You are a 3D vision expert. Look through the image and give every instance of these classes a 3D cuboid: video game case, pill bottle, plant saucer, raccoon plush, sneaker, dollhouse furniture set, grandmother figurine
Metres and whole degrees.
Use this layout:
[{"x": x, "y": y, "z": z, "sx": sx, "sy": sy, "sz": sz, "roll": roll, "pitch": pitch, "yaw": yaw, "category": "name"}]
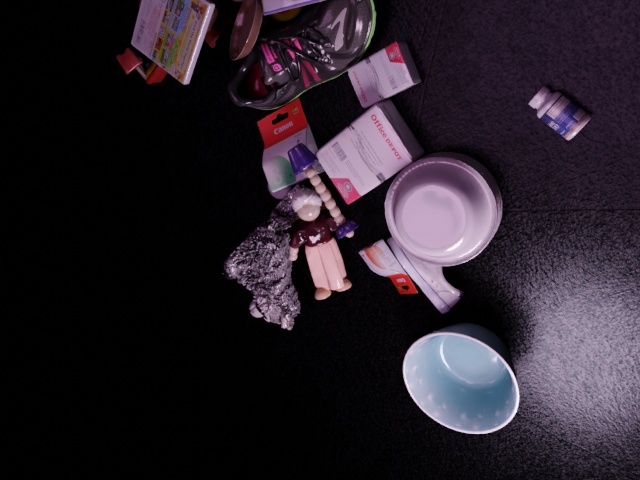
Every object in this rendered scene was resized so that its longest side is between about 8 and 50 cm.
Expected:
[{"x": -0.392, "y": -0.564, "z": 1.323, "sx": 0.206, "sy": 0.026, "sz": 0.227, "roll": 38, "pitch": 123, "yaw": 11, "category": "video game case"}, {"x": 0.518, "y": -0.281, "z": 1.101, "sx": 0.120, "sy": 0.067, "sz": 0.067, "roll": 42, "pitch": 127, "yaw": 9, "category": "pill bottle"}, {"x": -0.184, "y": -0.532, "z": 1.265, "sx": 0.168, "sy": 0.029, "sz": 0.169, "roll": -28, "pitch": 56, "yaw": 55, "category": "plant saucer"}, {"x": -0.108, "y": 0.082, "z": 1.585, "sx": 0.299, "sy": 0.216, "sz": 0.446, "roll": 43, "pitch": 127, "yaw": -1, "category": "raccoon plush"}, {"x": 0.291, "y": 0.078, "z": 1.403, "sx": 0.091, "sy": 0.094, "sz": 0.258, "roll": -40, "pitch": 79, "yaw": 6, "category": "sneaker"}, {"x": -0.455, "y": -0.581, "z": 1.496, "sx": 0.374, "sy": 0.201, "sz": 0.152, "roll": -37, "pitch": 89, "yaw": 37, "category": "dollhouse furniture set"}, {"x": 0.000, "y": 0.000, "z": 1.494, "sx": 0.104, "sy": 0.207, "sz": 0.343, "roll": 40, "pitch": 153, "yaw": 61, "category": "grandmother figurine"}, {"x": -0.057, "y": -0.470, "z": 1.293, "sx": 0.482, "sy": 0.202, "sz": 0.185, "roll": -30, "pitch": 94, "yaw": 38, "category": "sneaker"}]

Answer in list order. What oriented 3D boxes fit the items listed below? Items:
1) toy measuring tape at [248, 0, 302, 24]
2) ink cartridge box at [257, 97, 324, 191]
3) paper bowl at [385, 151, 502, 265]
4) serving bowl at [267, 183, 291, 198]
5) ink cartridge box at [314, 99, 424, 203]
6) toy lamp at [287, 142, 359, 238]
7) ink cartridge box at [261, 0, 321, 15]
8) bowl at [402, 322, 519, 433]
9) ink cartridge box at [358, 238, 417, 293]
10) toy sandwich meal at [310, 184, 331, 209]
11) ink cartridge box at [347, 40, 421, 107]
[{"x": -0.051, "y": -0.664, "z": 1.278, "sx": 0.330, "sy": 0.121, "sz": 0.121, "roll": -38, "pitch": 89, "yaw": 22, "category": "toy measuring tape"}, {"x": -0.103, "y": -0.277, "z": 1.486, "sx": 0.181, "sy": 0.056, "sz": 0.225, "roll": -19, "pitch": 93, "yaw": 36, "category": "ink cartridge box"}, {"x": 0.301, "y": -0.073, "z": 1.271, "sx": 0.284, "sy": 0.148, "sz": 0.284, "roll": 10, "pitch": 111, "yaw": 27, "category": "paper bowl"}, {"x": -0.134, "y": -0.167, "z": 1.587, "sx": 0.083, "sy": 0.027, "sz": 0.083, "roll": 14, "pitch": 118, "yaw": 27, "category": "serving bowl"}, {"x": 0.128, "y": -0.234, "z": 1.346, "sx": 0.237, "sy": 0.100, "sz": 0.172, "roll": -33, "pitch": 92, "yaw": 39, "category": "ink cartridge box"}, {"x": 0.003, "y": -0.137, "z": 1.372, "sx": 0.080, "sy": 0.080, "sz": 0.275, "roll": -30, "pitch": 96, "yaw": 38, "category": "toy lamp"}, {"x": -0.013, "y": -0.706, "z": 1.152, "sx": 0.303, "sy": 0.072, "sz": 0.307, "roll": -3, "pitch": 106, "yaw": 21, "category": "ink cartridge box"}, {"x": 0.401, "y": 0.353, "z": 1.397, "sx": 0.311, "sy": 0.163, "sz": 0.312, "roll": 13, "pitch": 117, "yaw": 27, "category": "bowl"}, {"x": 0.189, "y": 0.087, "z": 1.440, "sx": 0.179, "sy": 0.045, "sz": 0.145, "roll": 58, "pitch": 167, "yaw": 1, "category": "ink cartridge box"}, {"x": -0.003, "y": -0.129, "z": 1.520, "sx": 0.085, "sy": 0.029, "sz": 0.086, "roll": 13, "pitch": 117, "yaw": 27, "category": "toy sandwich meal"}, {"x": 0.159, "y": -0.415, "z": 1.269, "sx": 0.150, "sy": 0.063, "sz": 0.109, "roll": -18, "pitch": 100, "yaw": 37, "category": "ink cartridge box"}]
